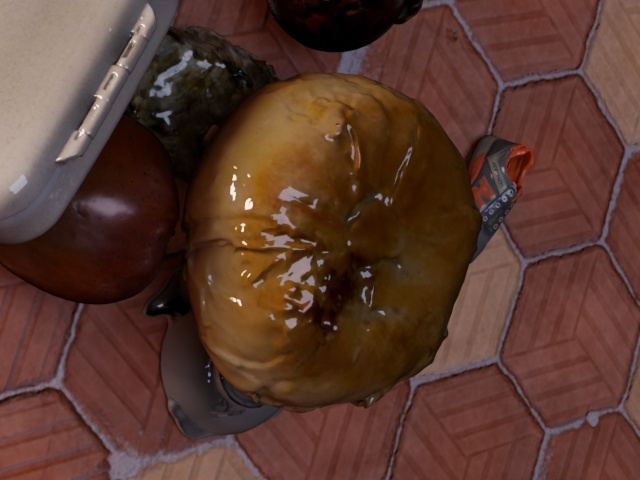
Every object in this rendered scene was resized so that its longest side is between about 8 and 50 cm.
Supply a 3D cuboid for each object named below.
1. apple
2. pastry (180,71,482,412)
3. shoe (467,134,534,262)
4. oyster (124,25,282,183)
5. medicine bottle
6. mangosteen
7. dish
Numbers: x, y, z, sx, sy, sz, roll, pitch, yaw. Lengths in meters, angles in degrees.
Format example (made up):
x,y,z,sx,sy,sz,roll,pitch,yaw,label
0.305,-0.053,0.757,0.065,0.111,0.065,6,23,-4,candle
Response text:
x,y,z,sx,sy,sz,roll,pitch,yaw,label
-0.269,-0.036,1.786,0.234,0.234,0.234,-3,96,-32,apple
0.000,0.000,1.863,0.409,0.245,0.409,-6,99,-38,pastry
0.232,-0.055,2.161,0.074,0.077,0.194,38,67,-43,shoe
-0.156,-0.165,1.912,0.396,0.111,0.204,30,81,-34,oyster
-0.323,-0.178,1.690,0.375,0.282,0.123,-64,153,-22,medicine bottle
0.024,-0.334,1.963,0.210,0.210,0.210,-3,96,-32,mangosteen
-0.107,0.143,1.981,0.246,0.078,0.224,48,71,-25,dish
